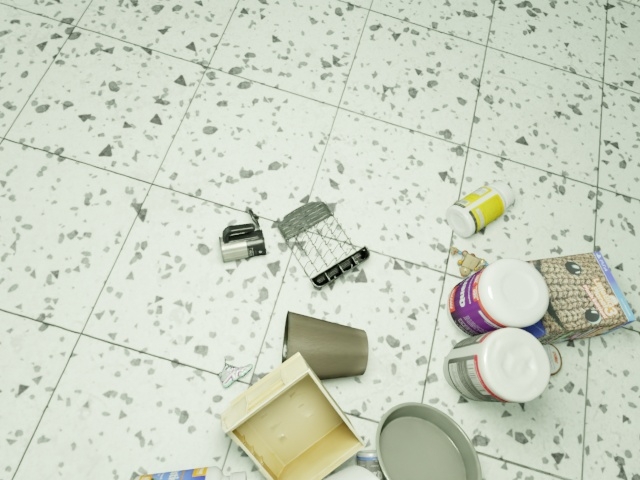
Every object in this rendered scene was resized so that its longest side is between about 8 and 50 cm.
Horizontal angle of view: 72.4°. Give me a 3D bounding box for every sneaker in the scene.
[{"bbox_3d":[-0.246,0.362,1.239,0.098,0.038,0.069,-33,78,-17],"label":"sneaker"}]

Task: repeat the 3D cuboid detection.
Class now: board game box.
[{"bbox_3d":[0.747,0.181,1.351,0.291,0.141,0.232,-7,62,-9],"label":"board game box"}]

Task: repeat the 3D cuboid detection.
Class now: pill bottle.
[{"bbox_3d":[0.535,-0.109,1.458,0.208,0.119,0.119,-30,77,-16],"label":"pill bottle"},{"bbox_3d":[0.478,0.176,1.240,0.181,0.323,0.182,2,70,-6],"label":"pill bottle"},{"bbox_3d":[-0.317,0.643,1.071,0.272,0.152,0.152,-4,71,-8],"label":"pill bottle"},{"bbox_3d":[0.137,0.638,1.166,0.078,0.078,0.137,0,71,-7],"label":"pill bottle"},{"bbox_3d":[0.449,0.343,1.180,0.176,0.318,0.176,2,71,-6],"label":"pill bottle"}]

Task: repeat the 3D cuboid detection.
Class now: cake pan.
[{"bbox_3d":[0.276,0.574,1.152,0.293,0.054,0.293,12,38,-10],"label":"cake pan"}]

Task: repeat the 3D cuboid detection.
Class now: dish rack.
[{"bbox_3d":[0.000,0.000,1.379,0.208,0.074,0.272,-30,76,-16],"label":"dish rack"}]

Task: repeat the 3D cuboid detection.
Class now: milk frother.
[{"bbox_3d":[-0.246,-0.016,1.354,0.134,0.129,0.143,-10,29,-11],"label":"milk frother"}]

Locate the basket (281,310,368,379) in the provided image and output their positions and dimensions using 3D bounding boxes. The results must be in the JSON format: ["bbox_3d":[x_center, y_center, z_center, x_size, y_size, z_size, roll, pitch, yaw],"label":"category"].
[{"bbox_3d":[0.011,0.307,1.235,0.226,0.154,0.204,5,68,-9],"label":"basket"}]

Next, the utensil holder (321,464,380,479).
[{"bbox_3d":[-0.015,0.726,0.942,0.385,0.327,0.328,-12,71,-32],"label":"utensil holder"}]

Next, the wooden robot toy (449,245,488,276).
[{"bbox_3d":[0.486,0.084,1.425,0.173,0.076,0.079,24,105,2],"label":"wooden robot toy"}]

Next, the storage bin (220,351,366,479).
[{"bbox_3d":[-0.074,0.471,1.103,0.260,0.123,0.262,-36,106,-5],"label":"storage bin"}]

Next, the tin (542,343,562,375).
[{"bbox_3d":[0.651,0.369,1.348,0.189,0.040,0.106,-3,75,-8],"label":"tin"}]

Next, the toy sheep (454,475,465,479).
[{"bbox_3d":[0.370,0.680,1.176,0.132,0.091,0.091,38,71,1],"label":"toy sheep"}]
